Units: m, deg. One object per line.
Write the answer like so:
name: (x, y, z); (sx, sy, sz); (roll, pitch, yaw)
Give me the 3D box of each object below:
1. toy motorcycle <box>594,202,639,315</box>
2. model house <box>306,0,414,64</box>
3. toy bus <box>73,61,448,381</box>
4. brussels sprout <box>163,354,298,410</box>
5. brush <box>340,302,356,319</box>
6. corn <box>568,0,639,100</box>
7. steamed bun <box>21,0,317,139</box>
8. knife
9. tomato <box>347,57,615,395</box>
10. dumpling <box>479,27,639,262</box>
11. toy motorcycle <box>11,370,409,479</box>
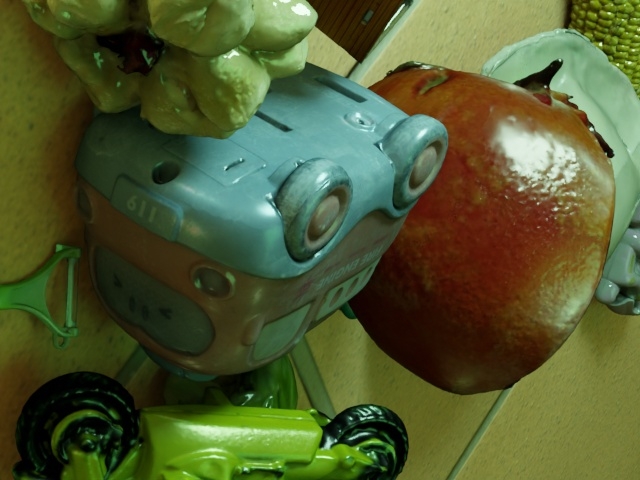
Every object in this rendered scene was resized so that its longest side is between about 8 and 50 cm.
toy motorcycle: (0.398, 0.020, 2.243); (0.152, 0.073, 0.225); (-35, 138, -42)
model house: (-0.008, -0.240, 1.283); (0.136, 0.219, 0.207); (-53, 180, 7)
toy bus: (-0.055, -0.013, 1.333); (0.294, 0.197, 0.231); (-30, 143, -52)
brussels sprout: (-0.069, 0.141, 1.503); (0.139, 0.100, 0.181); (-62, 149, -41)
brush: (0.000, 0.000, 1.595); (0.043, 0.032, 0.193); (-51, 135, -26)
corn: (0.319, -0.211, 1.925); (0.106, 0.106, 0.293); (-33, 135, -47)
steamed bun: (-0.102, -0.139, 1.155); (0.177, 0.192, 0.106); (63, 38, -66)
knife: (-0.225, 0.044, 1.234); (0.166, 0.023, 0.078); (-6, 95, -59)
tomato: (0.091, -0.028, 1.498); (0.170, 0.309, 0.309); (24, 87, -39)
dumpling: (0.193, -0.047, 1.767); (0.341, 0.181, 0.260); (-40, 128, 6)
toy motorcycle: (-0.087, 0.207, 1.360); (0.342, 0.142, 0.206); (8, 121, -29)
